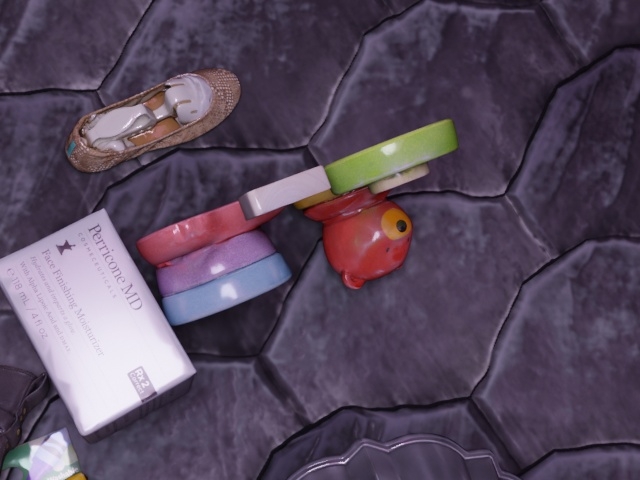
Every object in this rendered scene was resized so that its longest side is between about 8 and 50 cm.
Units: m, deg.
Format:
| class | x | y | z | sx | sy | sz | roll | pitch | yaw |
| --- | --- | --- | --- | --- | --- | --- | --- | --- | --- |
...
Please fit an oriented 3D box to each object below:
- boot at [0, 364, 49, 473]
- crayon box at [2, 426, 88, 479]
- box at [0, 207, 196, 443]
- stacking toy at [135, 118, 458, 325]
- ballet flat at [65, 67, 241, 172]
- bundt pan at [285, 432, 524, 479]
| class | x | y | z | sx | sy | sz | roll | pitch | yaw |
| --- | --- | --- | --- | --- | --- | --- | --- | --- | --- |
| boot | -0.396 | 0.207 | 1.084 | 0.263 | 0.091 | 0.229 | 1 | 42 | -5 |
| crayon box | -0.281 | 0.361 | 1.099 | 0.203 | 0.083 | 0.323 | -21 | 81 | -13 |
| box | -0.215 | 0.088 | 1.121 | 0.119 | 0.182 | 0.181 | -29 | 83 | -14 |
| stacking toy | 0.000 | 0.000 | 1.115 | 0.309 | 0.279 | 0.130 | -23 | 93 | -29 |
| ballet flat | -0.174 | -0.133 | 1.237 | 0.206 | 0.067 | 0.073 | -30 | 83 | -15 |
| bundt pan | 0.079 | 0.351 | 1.065 | 0.331 | 0.124 | 0.330 | -3 | 109 | -10 |
